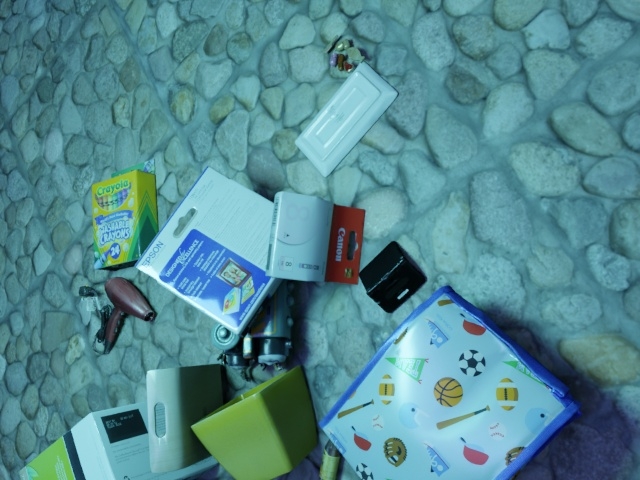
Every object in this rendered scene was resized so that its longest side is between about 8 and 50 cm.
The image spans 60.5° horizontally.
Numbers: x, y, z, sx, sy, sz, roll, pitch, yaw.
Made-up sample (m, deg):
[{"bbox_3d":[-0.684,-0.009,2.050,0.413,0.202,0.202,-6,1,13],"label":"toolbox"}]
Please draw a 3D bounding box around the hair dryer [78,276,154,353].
[{"bbox_3d":[-0.611,0.221,1.676,0.293,0.080,0.224,-12,94,34],"label":"hair dryer"}]

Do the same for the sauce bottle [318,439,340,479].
[{"bbox_3d":[0.026,0.495,1.269,0.042,0.042,0.128,10,87,31],"label":"sauce bottle"}]

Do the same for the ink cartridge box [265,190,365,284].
[{"bbox_3d":[0.000,0.000,1.240,0.066,0.232,0.189,178,99,-71],"label":"ink cartridge box"}]

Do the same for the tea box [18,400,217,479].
[{"bbox_3d":[-0.509,0.581,1.406,0.323,0.329,0.220,-38,67,22],"label":"tea box"}]

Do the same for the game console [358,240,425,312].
[{"bbox_3d":[0.162,0.083,1.256,0.107,0.071,0.122,43,109,-4],"label":"game console"}]

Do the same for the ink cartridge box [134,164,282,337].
[{"bbox_3d":[-0.222,0.020,1.292,0.307,0.072,0.304,30,77,17],"label":"ink cartridge box"}]

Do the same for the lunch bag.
[{"bbox_3d":[0.246,0.327,1.050,0.328,0.238,0.386,44,113,29],"label":"lunch bag"}]

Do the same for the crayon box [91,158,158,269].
[{"bbox_3d":[-0.601,-0.082,1.685,0.203,0.083,0.323,-12,78,29],"label":"crayon box"}]

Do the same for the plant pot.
[{"bbox_3d":[-0.130,0.444,1.283,0.212,0.212,0.187,-31,82,24],"label":"plant pot"}]

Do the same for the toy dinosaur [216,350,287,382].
[{"bbox_3d":[-0.195,0.285,1.414,0.268,0.064,0.118,30,85,30],"label":"toy dinosaur"}]

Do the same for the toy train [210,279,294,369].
[{"bbox_3d":[-0.156,0.143,1.343,0.190,0.142,0.334,-5,72,14],"label":"toy train"}]

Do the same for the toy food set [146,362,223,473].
[{"bbox_3d":[-0.323,0.419,1.340,0.092,0.306,0.220,-9,78,12],"label":"toy food set"}]

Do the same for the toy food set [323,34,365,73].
[{"bbox_3d":[0.059,-0.457,1.373,0.078,0.019,0.122,-47,57,20],"label":"toy food set"}]

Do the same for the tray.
[{"bbox_3d":[0.053,-0.302,1.357,0.270,0.030,0.145,-48,63,17],"label":"tray"}]
